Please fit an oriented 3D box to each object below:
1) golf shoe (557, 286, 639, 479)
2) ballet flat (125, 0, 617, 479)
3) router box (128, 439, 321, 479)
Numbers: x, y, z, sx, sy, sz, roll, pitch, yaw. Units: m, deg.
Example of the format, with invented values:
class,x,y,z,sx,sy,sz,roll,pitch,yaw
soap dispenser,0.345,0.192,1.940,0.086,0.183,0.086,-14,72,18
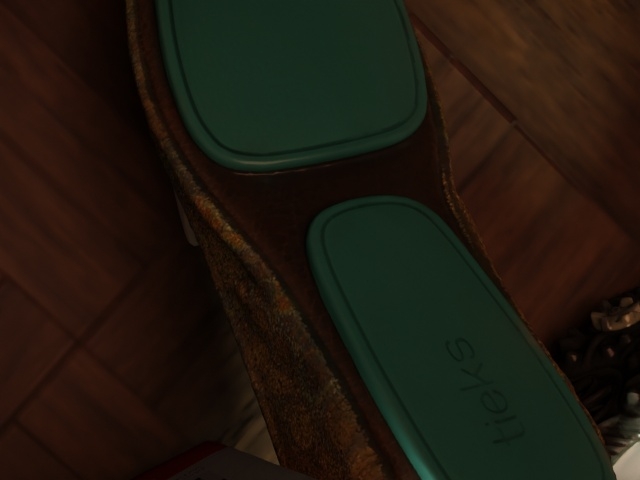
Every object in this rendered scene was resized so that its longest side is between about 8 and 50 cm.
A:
class,x,y,z,sx,sy,sz,roll,pitch,yaw
golf shoe,0.136,0.094,0.785,0.273,0.105,0.120,-22,111,-13
ballet flat,0.000,0.000,0.696,0.123,0.123,0.348,-13,58,-20
router box,-0.135,0.175,0.546,0.335,0.301,0.082,-25,93,-14
